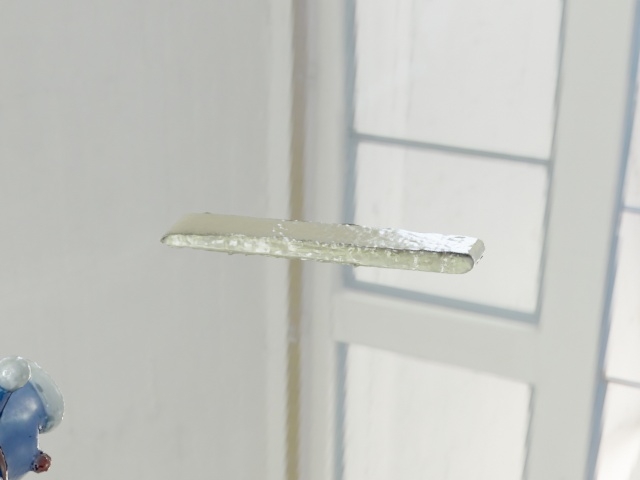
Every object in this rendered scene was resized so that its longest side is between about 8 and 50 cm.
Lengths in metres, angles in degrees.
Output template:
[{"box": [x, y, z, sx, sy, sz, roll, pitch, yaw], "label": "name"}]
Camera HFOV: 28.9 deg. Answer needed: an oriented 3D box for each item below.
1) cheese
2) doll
[{"box": [0.000, 0.002, 1.531, 0.085, 0.400, 0.034, -46, -41, -66], "label": "cheese"}, {"box": [-0.337, 0.200, 1.100, 0.215, 0.161, 0.257, -64, -6, 25], "label": "doll"}]
